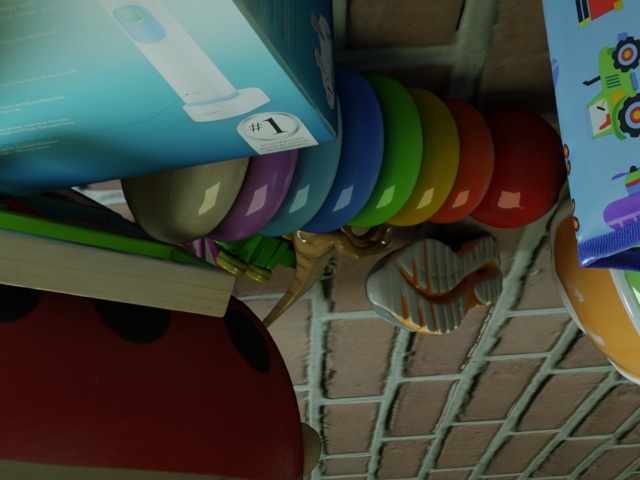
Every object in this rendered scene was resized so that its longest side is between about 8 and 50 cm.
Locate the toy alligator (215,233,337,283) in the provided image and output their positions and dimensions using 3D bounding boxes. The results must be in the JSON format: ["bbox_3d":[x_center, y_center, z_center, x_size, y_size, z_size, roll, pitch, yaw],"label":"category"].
[{"bbox_3d":[-0.049,0.002,1.111,0.051,0.056,0.189,36,-172,29],"label":"toy alligator"}]

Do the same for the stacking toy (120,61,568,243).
[{"bbox_3d":[0.036,-0.056,0.862,0.330,0.141,0.141,6,157,-34],"label":"stacking toy"}]

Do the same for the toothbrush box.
[{"bbox_3d":[-0.136,-0.140,0.602,0.216,0.126,0.295,-9,159,17],"label":"toothbrush box"}]

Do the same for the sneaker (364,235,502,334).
[{"bbox_3d":[0.090,0.040,1.134,0.083,0.084,0.215,-3,180,30],"label":"sneaker"}]

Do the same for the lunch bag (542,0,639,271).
[{"bbox_3d":[0.246,-0.129,0.569,0.138,0.221,0.293,8,156,-30],"label":"lunch bag"}]

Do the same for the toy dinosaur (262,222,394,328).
[{"bbox_3d":[0.000,0.000,1.079,0.112,0.064,0.211,1,135,-8],"label":"toy dinosaur"}]

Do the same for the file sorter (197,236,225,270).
[{"bbox_3d":[-0.225,0.100,1.138,0.290,0.182,0.202,-5,158,1],"label":"file sorter"}]

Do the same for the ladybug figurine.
[{"bbox_3d":[-0.200,0.083,0.845,0.449,0.162,0.305,14,-173,-24],"label":"ladybug figurine"}]

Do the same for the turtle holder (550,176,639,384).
[{"bbox_3d":[0.299,-0.027,0.887,0.243,0.320,0.227,40,152,-14],"label":"turtle holder"}]

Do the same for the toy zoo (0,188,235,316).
[{"bbox_3d":[-0.211,-0.021,0.814,0.192,0.030,0.293,13,-172,-41],"label":"toy zoo"}]
